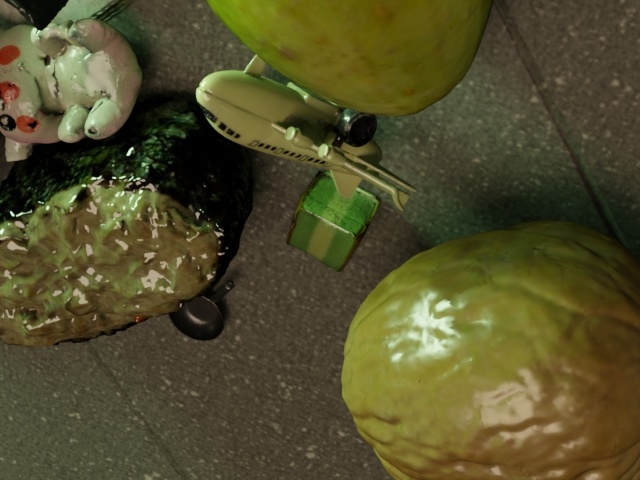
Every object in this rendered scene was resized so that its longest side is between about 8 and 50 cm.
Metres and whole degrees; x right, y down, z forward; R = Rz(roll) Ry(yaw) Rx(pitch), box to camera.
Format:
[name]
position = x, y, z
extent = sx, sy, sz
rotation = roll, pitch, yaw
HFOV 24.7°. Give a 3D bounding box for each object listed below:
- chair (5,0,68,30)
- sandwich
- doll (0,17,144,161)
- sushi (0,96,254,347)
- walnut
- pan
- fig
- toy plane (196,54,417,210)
[chair]
position = -0.314, -0.312, 1.337
extent = 0.221, 0.140, 0.145
rotation = 30, 131, -5
[sandwich]
position = 0.000, 0.000, 1.489
extent = 0.074, 0.074, 0.116
rotation = 27, 131, 1
[doll]
position = -0.267, -0.162, 1.460
extent = 0.192, 0.095, 0.149
rotation = -7, 106, 25
[sushi]
position = -0.225, -0.006, 1.513
extent = 0.350, 0.171, 0.211
rotation = -21, 117, 34
[walnut]
position = 0.179, 0.127, 1.384
extent = 0.332, 0.333, 0.333
rotation = 11, 129, 14
[pan]
position = -0.124, 0.069, 1.625
extent = 0.068, 0.023, 0.115
rotation = 40, 132, -10
[fig]
position = 0.026, -0.234, 1.188
extent = 0.258, 0.258, 0.326
rotation = -1, 138, 23
[toy plane]
position = -0.017, -0.106, 1.329
extent = 0.244, 0.229, 0.092
rotation = 29, 97, -46
